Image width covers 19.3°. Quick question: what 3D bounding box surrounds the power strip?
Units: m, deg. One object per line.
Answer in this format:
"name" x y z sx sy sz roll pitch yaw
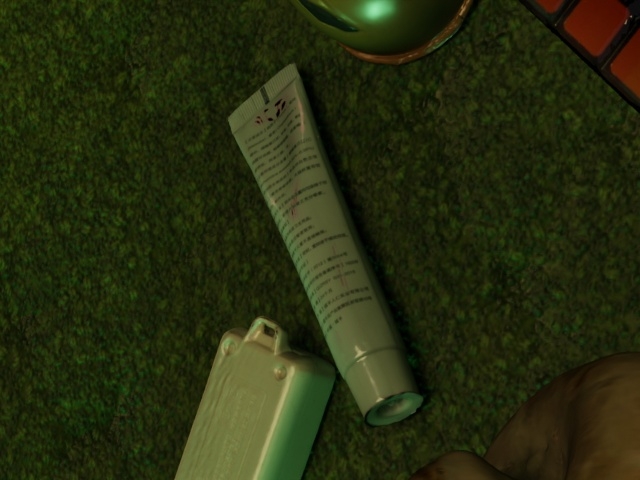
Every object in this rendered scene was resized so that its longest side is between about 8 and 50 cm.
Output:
"power strip" -0.080 0.228 1.575 0.098 0.058 0.338 22 95 39

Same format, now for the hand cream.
"hand cream" 0.000 0.000 1.556 0.085 0.058 0.331 -40 58 28

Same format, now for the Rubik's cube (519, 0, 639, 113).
"Rubik's cube" 0.261 -0.177 1.312 0.160 0.162 0.163 -54 52 18

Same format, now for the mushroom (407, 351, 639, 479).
"mushroom" 0.136 0.229 1.203 0.294 0.362 0.362 25 100 -4

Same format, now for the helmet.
"helmet" 0.027 -0.262 1.545 0.198 0.130 0.224 -30 64 35
